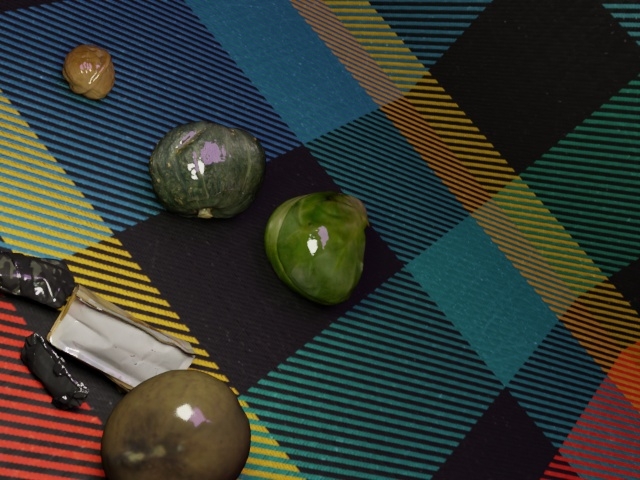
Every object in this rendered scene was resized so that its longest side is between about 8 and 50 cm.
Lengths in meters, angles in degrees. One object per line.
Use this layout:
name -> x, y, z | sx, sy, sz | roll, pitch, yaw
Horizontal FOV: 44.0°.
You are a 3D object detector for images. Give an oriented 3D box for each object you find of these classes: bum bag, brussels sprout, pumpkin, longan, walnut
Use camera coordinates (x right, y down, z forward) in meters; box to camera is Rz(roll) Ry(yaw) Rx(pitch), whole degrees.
bum bag -> -0.735, 0.073, 1.830 | 0.340, 0.095, 0.144 | 16, 34, -29
brussels sprout -> 0.000, 0.000, 2.312 | 0.315, 0.276, 0.371 | 35, 43, -16
pumpkin -> -0.319, -0.190, 2.211 | 0.328, 0.291, 0.257 | 1, 78, -25
bum bag -> -0.600, 0.296, 1.764 | 0.197, 0.087, 0.049 | 49, 25, 3
longan -> -0.312, 0.433, 1.726 | 0.319, 0.319, 0.319 | 20, 48, -24
walnut -> -0.662, -0.487, 2.280 | 0.166, 0.149, 0.166 | 51, 21, -28

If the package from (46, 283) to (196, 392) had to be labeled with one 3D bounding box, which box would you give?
package -> -0.476, 0.252, 1.874 | 0.311, 0.221, 0.165 | 32, 84, -16
